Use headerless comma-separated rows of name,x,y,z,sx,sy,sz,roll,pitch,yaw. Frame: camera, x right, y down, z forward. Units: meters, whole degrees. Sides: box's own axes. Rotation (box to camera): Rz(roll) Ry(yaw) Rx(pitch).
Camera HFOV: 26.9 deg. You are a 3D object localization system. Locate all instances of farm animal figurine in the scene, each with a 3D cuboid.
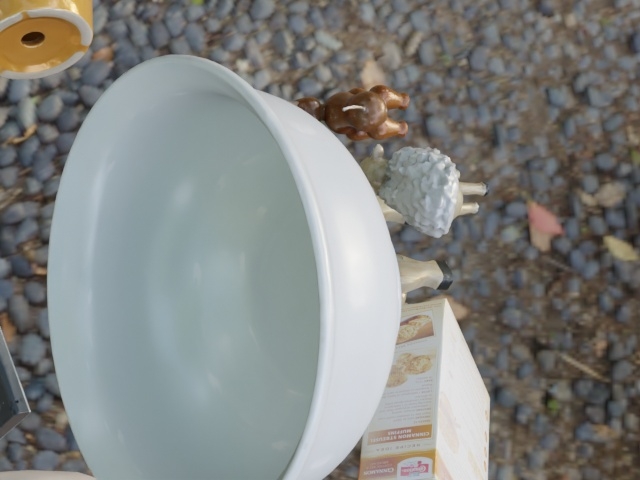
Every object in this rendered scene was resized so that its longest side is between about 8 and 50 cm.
farm animal figurine,0.000,0.000,1.449,0.172,0.327,0.330,2,118,-31

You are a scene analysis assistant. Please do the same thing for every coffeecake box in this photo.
coffeecake box,0.091,0.167,1.122,0.185,0.068,0.142,-82,154,-44

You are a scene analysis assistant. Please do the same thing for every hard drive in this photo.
hard drive,-0.366,0.147,1.454,0.022,0.094,0.135,-3,61,-47

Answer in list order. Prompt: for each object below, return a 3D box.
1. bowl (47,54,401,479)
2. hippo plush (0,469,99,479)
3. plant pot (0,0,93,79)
bowl,-0.044,0.034,0.840,0.134,0.298,0.298,-3,88,-40
hippo plush,-0.179,0.184,0.381,0.234,0.236,0.294,-8,76,9
plant pot,-0.337,-0.292,1.496,0.205,0.205,0.188,-6,62,-29
